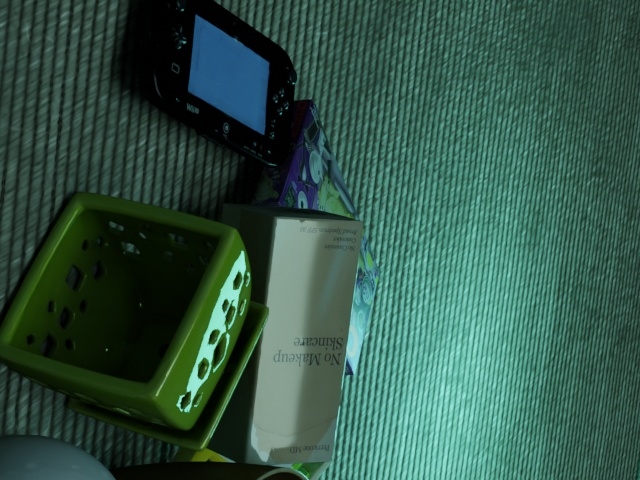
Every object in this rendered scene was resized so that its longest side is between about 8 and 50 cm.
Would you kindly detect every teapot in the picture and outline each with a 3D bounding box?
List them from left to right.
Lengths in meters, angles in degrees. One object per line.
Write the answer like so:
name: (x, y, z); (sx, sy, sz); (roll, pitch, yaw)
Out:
teapot: (-0.336, 0.298, 1.734); (0.252, 0.187, 0.256); (-5, 123, -30)

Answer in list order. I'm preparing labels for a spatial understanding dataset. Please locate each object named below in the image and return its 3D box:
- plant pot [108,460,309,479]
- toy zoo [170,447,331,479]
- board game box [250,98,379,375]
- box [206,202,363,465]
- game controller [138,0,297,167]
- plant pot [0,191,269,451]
plant pot: (-0.168, 0.361, 1.937); (0.237, 0.254, 0.237); (-24, 119, -54)
toy zoo: (-0.109, 0.306, 2.163); (0.192, 0.030, 0.293); (-50, 142, -6)
board game box: (0.000, 0.000, 2.244); (0.347, 0.056, 0.208); (67, 32, -41)
box: (-0.053, 0.116, 2.016); (0.148, 0.121, 0.311); (1, 98, -37)
game controller: (-0.123, -0.202, 2.002); (0.319, 0.067, 0.166); (26, 56, -57)
plant pot: (-0.201, 0.104, 1.853); (0.228, 0.227, 0.207); (-65, 152, -23)
